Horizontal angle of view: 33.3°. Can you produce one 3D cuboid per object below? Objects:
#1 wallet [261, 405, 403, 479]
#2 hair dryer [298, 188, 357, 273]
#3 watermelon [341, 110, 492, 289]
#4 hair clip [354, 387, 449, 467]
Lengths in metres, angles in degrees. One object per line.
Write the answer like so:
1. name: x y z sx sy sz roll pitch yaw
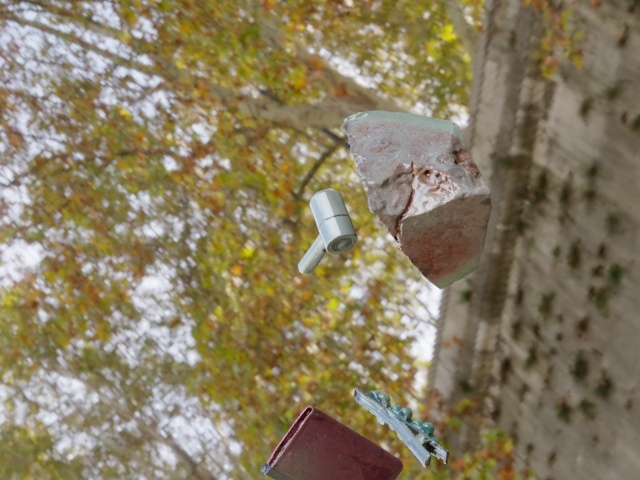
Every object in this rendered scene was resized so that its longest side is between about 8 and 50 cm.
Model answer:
1. wallet: 0.024 0.338 1.600 0.232 0.025 0.119 38 -93 -38
2. hair dryer: 0.000 0.000 1.492 0.047 0.082 0.137 -1 -36 -29
3. watermelon: 0.146 -0.068 1.695 0.193 0.232 0.310 -12 -92 -9
4. hair clip: 0.102 0.234 1.341 0.049 0.173 0.049 -16 -59 -29
